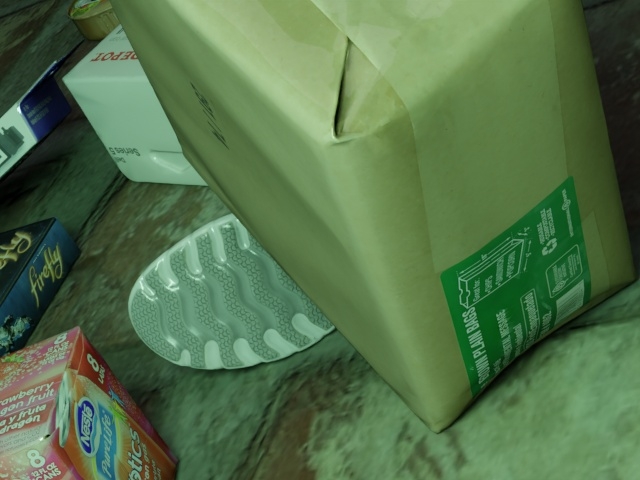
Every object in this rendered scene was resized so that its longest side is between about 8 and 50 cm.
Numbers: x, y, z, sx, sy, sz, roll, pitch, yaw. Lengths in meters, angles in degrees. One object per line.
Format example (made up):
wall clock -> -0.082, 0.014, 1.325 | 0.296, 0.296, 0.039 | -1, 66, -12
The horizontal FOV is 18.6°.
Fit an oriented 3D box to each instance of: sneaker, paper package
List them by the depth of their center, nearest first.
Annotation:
paper package -> 0.015, -0.098, 1.117 | 0.168, 0.325, 0.309 | -36, 57, -9
sneaker -> 0.000, 0.000, 1.346 | 0.281, 0.105, 0.115 | -26, 11, -2

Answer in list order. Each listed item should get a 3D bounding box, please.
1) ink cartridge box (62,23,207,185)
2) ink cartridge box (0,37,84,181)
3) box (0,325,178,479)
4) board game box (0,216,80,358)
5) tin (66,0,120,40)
ink cartridge box -> -0.051, -0.175, 1.643 | 0.198, 0.114, 0.273 | 4, 44, 50
ink cartridge box -> -0.276, -0.083, 1.697 | 0.208, 0.045, 0.206 | -44, 8, 9
box -> -0.234, 0.173, 1.234 | 0.257, 0.128, 0.122 | -23, 28, 18
board game box -> -0.309, 0.087, 1.551 | 0.165, 0.042, 0.243 | -15, 31, 30
tin -> -0.173, -0.261, 2.005 | 0.190, 0.040, 0.106 | -19, 25, 24
